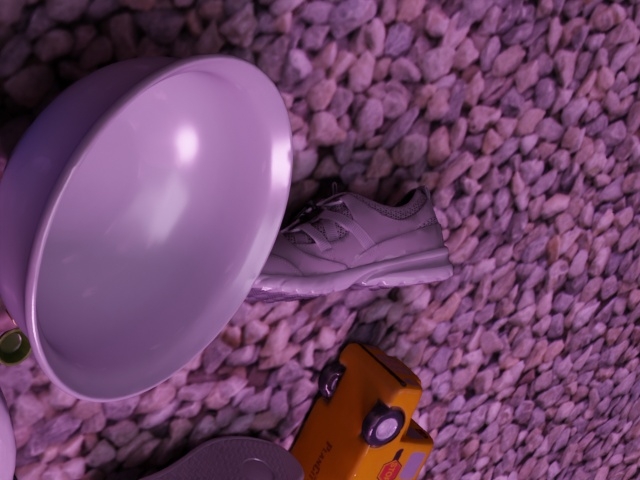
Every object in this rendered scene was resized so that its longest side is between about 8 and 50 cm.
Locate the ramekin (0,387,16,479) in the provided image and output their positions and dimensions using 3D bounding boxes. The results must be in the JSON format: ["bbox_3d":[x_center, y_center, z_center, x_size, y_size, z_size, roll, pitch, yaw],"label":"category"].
[{"bbox_3d":[-0.383,0.167,0.834,0.277,0.135,0.277,-18,125,-27],"label":"ramekin"}]

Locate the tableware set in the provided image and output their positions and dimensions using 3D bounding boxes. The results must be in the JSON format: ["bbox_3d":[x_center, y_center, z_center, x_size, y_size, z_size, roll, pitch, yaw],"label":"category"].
[{"bbox_3d":[-0.221,0.070,0.948,0.154,0.024,0.104,3,110,-47],"label":"tableware set"}]

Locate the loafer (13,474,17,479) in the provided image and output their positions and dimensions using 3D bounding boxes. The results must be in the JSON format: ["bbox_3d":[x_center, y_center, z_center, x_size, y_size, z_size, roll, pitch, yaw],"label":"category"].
[{"bbox_3d":[-0.308,0.350,1.010,0.096,0.084,0.268,-17,116,-27],"label":"loafer"}]

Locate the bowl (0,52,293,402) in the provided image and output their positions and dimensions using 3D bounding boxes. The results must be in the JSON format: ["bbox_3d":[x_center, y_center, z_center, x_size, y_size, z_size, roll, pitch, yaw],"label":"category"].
[{"bbox_3d":[-0.164,-0.029,0.846,0.298,0.134,0.298,-42,147,-36],"label":"bowl"}]

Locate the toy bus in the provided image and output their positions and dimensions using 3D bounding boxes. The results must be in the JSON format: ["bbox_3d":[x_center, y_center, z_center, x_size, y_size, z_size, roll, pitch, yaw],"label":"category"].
[{"bbox_3d":[0.026,0.289,1.217,0.130,0.108,0.333,15,107,-41],"label":"toy bus"}]

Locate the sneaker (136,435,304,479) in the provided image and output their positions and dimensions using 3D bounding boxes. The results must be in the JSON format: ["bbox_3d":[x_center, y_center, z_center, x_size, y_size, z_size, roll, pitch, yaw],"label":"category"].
[{"bbox_3d":[-0.141,0.308,1.131,0.256,0.094,0.151,-11,135,-39],"label":"sneaker"}]

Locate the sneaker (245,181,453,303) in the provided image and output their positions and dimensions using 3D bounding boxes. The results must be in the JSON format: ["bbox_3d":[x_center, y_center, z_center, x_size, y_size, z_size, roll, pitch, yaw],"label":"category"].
[{"bbox_3d":[0.000,0.000,1.058,0.281,0.105,0.115,-5,85,-29],"label":"sneaker"}]
